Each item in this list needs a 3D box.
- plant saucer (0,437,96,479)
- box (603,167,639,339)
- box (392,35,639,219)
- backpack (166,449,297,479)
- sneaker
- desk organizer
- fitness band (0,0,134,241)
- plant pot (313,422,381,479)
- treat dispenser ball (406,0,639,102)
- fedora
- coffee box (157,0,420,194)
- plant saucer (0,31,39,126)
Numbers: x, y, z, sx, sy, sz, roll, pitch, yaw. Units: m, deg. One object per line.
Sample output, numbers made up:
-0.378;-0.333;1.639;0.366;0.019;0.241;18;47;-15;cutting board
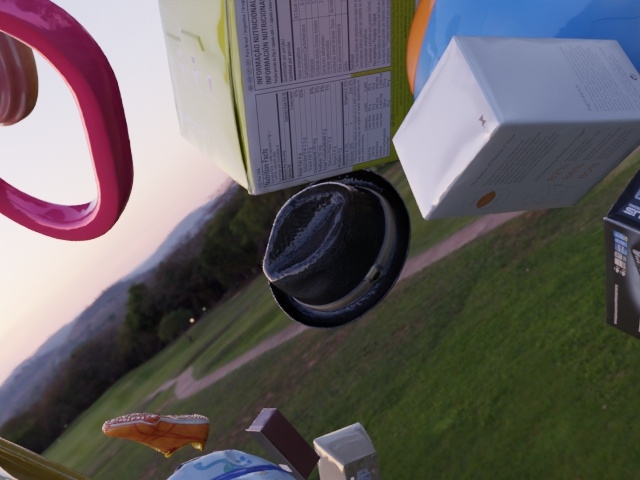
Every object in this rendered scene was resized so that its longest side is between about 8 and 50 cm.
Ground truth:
-0.210;0.236;0.522;0.333;0.333;0.081;2;57;46;plant saucer
0.456;0.071;0.741;0.076;0.242;0.307;-51;-34;-9;box
0.171;-0.094;0.555;0.170;0.091;0.130;-5;-29;-23;box
-0.122;0.429;0.756;0.273;0.290;0.355;2;72;50;backpack
-0.252;0.304;1.015;0.064;0.175;0.067;-10;70;56;sneaker
-0.062;0.353;1.124;0.047;0.130;0.050;-19;25;50;desk organizer
-0.288;-0.108;0.620;0.291;0.209;0.054;97;-178;-49;fitness band
0.062;0.443;1.289;0.109;0.109;0.096;-14;11;-23;plant pot
0.244;-0.213;0.750;0.288;0.288;0.288;-41;7;6;treat dispenser ball
0.000;0.000;1.233;0.334;0.334;0.152;-40;-30;16;fedora
-0.047;-0.312;1.043;0.334;0.338;0.337;-17;31;-25;coffee box
-0.609;-0.326;1.054;0.332;0.332;0.084;-34;12;49;plant saucer
